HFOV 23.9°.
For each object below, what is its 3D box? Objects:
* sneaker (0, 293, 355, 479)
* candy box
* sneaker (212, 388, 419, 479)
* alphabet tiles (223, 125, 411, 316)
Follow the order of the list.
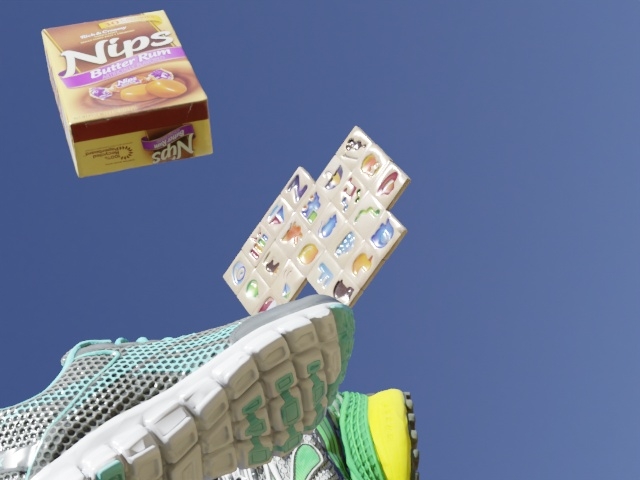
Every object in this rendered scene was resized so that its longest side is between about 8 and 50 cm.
[{"bbox_3d":[-0.060,0.056,0.557,0.166,0.076,0.065,-27,-43,-34],"label":"sneaker"},{"bbox_3d":[-0.160,-0.123,1.227,0.109,0.187,0.053,-11,-59,-12],"label":"candy box"},{"bbox_3d":[-0.012,0.192,0.917,0.343,0.146,0.134,-100,19,-72],"label":"sneaker"},{"bbox_3d":[0.000,0.000,1.631,0.009,0.198,0.237,24,-73,-40],"label":"alphabet tiles"}]
